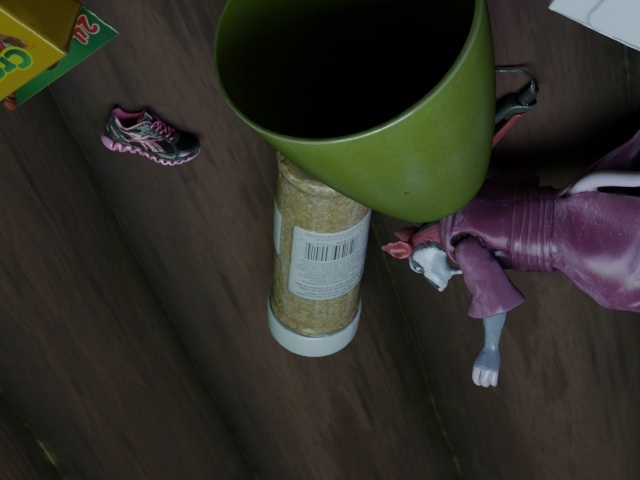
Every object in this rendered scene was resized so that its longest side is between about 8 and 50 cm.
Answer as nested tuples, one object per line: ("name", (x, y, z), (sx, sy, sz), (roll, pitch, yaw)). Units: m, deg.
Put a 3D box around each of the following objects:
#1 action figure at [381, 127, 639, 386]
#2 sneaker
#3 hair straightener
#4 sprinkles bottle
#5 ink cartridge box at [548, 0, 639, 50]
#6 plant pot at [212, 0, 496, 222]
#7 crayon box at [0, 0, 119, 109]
("action figure", (0.248, -0.008, 1.811), (0.370, 0.248, 0.275), (-2, 141, 11))
("sneaker", (-0.199, -0.127, 1.925), (0.119, 0.047, 0.057), (11, 132, -4))
("hair straightener", (0.164, -0.124, 1.840), (0.089, 0.047, 0.230), (24, 141, -19))
("sprinkles bottle", (0.000, 0.000, 1.981), (0.121, 0.121, 0.355), (8, 143, 2))
("ink cartridge box", (0.314, -0.299, 1.416), (0.168, 0.232, 0.171), (21, 142, -15))
("plant pot", (0.073, -0.145, 1.680), (0.275, 0.274, 0.293), (-6, 151, 20))
("crayon box", (-0.387, -0.231, 1.634), (0.318, 0.081, 0.202), (34, 137, -30))
